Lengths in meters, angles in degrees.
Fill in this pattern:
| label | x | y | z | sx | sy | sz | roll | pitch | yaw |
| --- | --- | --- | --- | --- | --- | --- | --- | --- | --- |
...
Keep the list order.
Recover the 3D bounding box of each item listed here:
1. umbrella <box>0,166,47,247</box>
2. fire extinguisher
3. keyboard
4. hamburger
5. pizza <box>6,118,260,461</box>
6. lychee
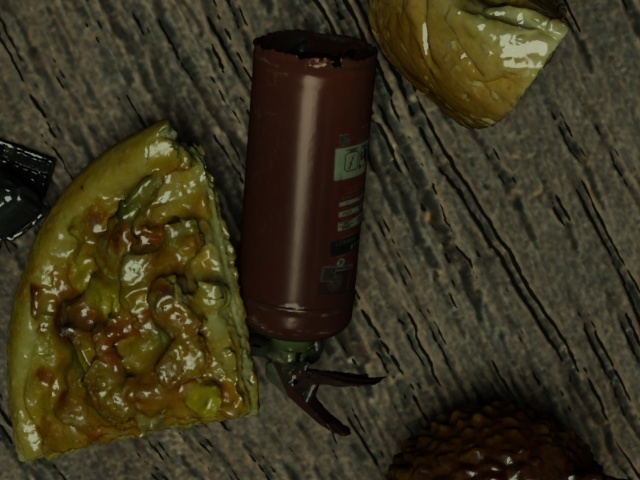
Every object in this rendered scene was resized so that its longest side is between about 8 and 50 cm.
| label | x | y | z | sx | sy | sz | roll | pitch | yaw |
| --- | --- | --- | --- | --- | --- | --- | --- | --- | --- |
| umbrella | -0.395 | 0.044 | 1.510 | 0.154 | 0.128 | 0.337 | 35 | 103 | -23 |
| fire extinguisher | 0.000 | 0.000 | 1.460 | 0.147 | 0.106 | 0.337 | 17 | 113 | 34 |
| keyboard | -0.332 | -0.079 | 1.515 | 0.195 | 0.018 | 0.060 | 20 | 111 | -2 |
| hamburger | 0.109 | -0.160 | 1.359 | 0.155 | 0.208 | 0.135 | 29 | 104 | -11 |
| pizza | -0.194 | 0.051 | 1.496 | 0.268 | 0.087 | 0.258 | -16 | 85 | 34 |
| lychee | 0.165 | 0.232 | 1.494 | 0.238 | 0.200 | 0.200 | -20 | 107 | 32 |
